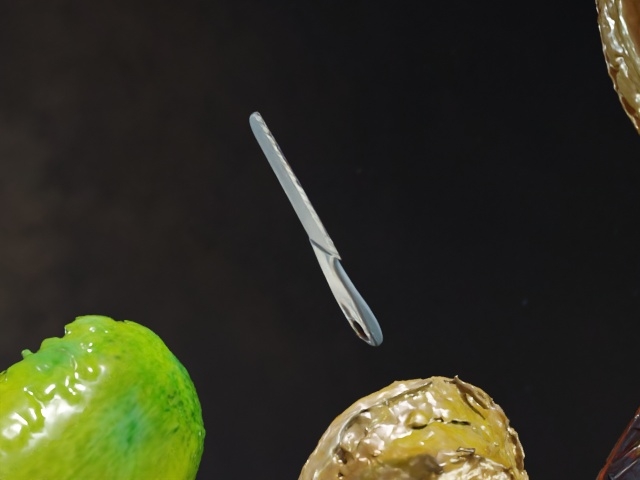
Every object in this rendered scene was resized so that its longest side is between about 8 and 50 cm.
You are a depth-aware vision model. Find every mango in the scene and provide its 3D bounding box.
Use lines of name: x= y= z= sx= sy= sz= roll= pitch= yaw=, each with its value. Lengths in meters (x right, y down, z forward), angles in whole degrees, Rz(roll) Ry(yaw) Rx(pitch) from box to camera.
mango: x=-0.104 y=0.096 z=0.432 sx=0.100 sy=0.178 sz=0.119 roll=48 pitch=-18 yaw=6

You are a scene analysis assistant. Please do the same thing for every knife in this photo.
knife: x=0.000 y=0.000 z=1.175 sx=0.044 sy=0.019 sz=0.313 roll=41 pitch=-13 yaw=40

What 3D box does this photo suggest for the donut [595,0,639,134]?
donut: x=0.325 y=-0.204 z=1.084 sx=0.330 sy=0.330 sz=0.160 roll=55 pitch=-8 yaw=-13

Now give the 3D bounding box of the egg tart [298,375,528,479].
egg tart: x=0.105 y=0.270 z=1.427 sx=0.116 sy=0.295 sz=0.295 roll=6 pitch=-53 yaw=53

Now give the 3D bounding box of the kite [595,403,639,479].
kite: x=0.231 y=0.155 z=0.890 sx=0.189 sy=0.009 sz=0.232 roll=-21 pitch=-113 yaw=35
